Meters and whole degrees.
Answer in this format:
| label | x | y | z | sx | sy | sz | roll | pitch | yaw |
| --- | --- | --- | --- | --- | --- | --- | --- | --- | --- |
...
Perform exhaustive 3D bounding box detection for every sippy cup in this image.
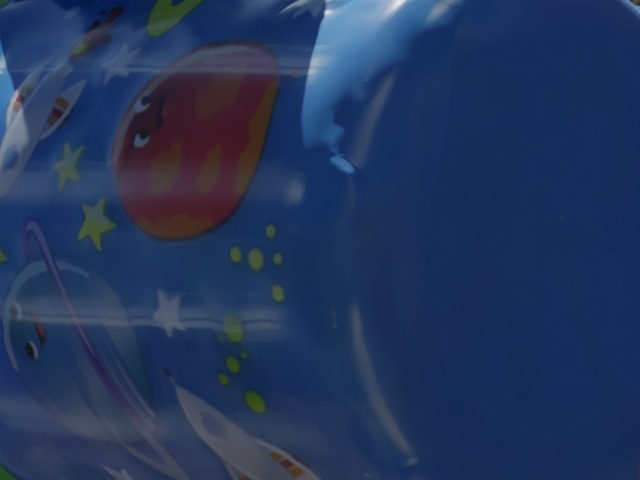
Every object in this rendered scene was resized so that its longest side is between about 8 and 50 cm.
| label | x | y | z | sx | sy | sz | roll | pitch | yaw |
| --- | --- | --- | --- | --- | --- | --- | --- | --- | --- |
| sippy cup | 0.000 | 0.000 | 0.454 | 0.224 | 0.305 | 0.240 | 3 | 61 | 51 |
